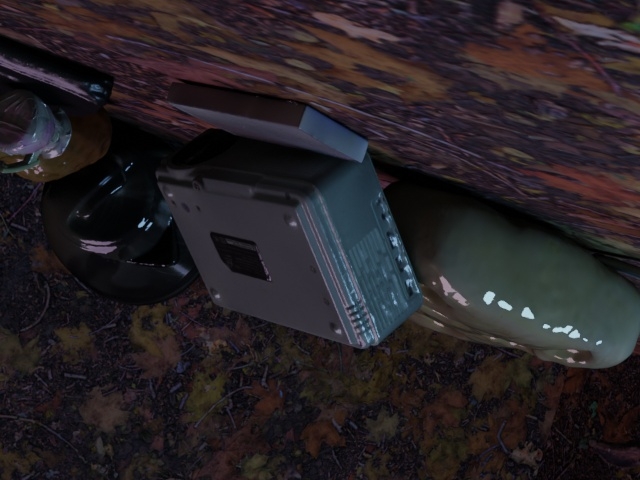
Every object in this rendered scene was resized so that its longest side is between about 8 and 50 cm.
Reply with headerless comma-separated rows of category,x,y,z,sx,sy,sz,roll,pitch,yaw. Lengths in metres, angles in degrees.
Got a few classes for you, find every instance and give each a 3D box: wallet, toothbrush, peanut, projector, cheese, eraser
wallet,-0.330,-0.176,1.116,0.250,0.044,0.149,19,173,-23
toothbrush,0.398,0.067,1.176,0.030,0.030,0.304,20,-177,-44
peanut,-0.320,-0.119,1.254,0.095,0.108,0.226,5,-179,35
projector,-0.040,-0.006,1.137,0.256,0.099,0.192,13,132,49
cheese,0.133,0.021,1.257,0.351,0.130,0.328,15,171,47
eraser,-0.047,-0.103,0.991,0.150,0.023,0.104,15,176,35

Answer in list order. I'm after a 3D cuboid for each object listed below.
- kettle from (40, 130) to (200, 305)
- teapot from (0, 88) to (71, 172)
kettle,-0.292,-0.071,1.548,0.321,0.228,0.324,48,175,7
teapot,-0.284,-0.102,1.120,0.064,0.083,0.064,26,-176,31
